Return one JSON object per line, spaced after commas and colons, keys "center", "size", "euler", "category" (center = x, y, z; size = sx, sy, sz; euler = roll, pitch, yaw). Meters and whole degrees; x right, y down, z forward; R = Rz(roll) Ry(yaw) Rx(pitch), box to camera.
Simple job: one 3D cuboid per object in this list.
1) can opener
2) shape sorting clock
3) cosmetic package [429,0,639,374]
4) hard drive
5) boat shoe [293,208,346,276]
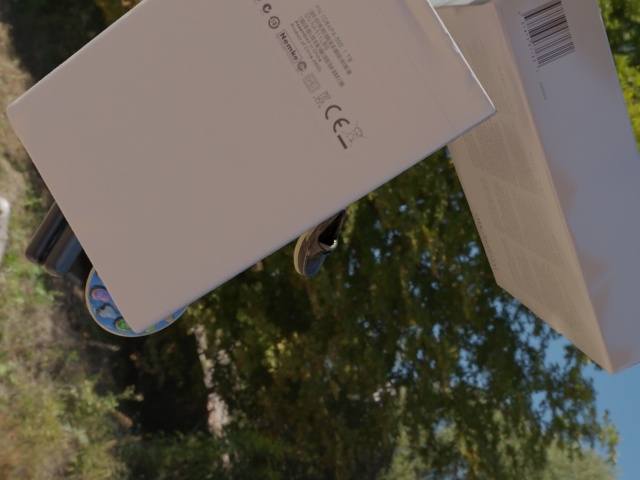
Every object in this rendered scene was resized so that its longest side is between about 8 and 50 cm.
{"center": [-0.346, -0.073, 1.167], "size": [0.076, 0.283, 0.095], "euler": [27, -9, 12], "category": "can opener"}
{"center": [-0.313, 0.081, 1.334], "size": [0.040, 0.206, 0.206], "euler": [37, -32, 45], "category": "shape sorting clock"}
{"center": [0.224, -0.085, 0.796], "size": [0.284, 0.098, 0.377], "euler": [-130, -164, -71], "category": "cosmetic package"}
{"center": [-0.063, -0.097, 0.561], "size": [0.210, 0.319, 0.040], "euler": [59, 16, 3], "category": "hard drive"}
{"center": [0.000, 0.000, 1.147], "size": [0.049, 0.056, 0.152], "euler": [43, -47, 34], "category": "boat shoe"}
